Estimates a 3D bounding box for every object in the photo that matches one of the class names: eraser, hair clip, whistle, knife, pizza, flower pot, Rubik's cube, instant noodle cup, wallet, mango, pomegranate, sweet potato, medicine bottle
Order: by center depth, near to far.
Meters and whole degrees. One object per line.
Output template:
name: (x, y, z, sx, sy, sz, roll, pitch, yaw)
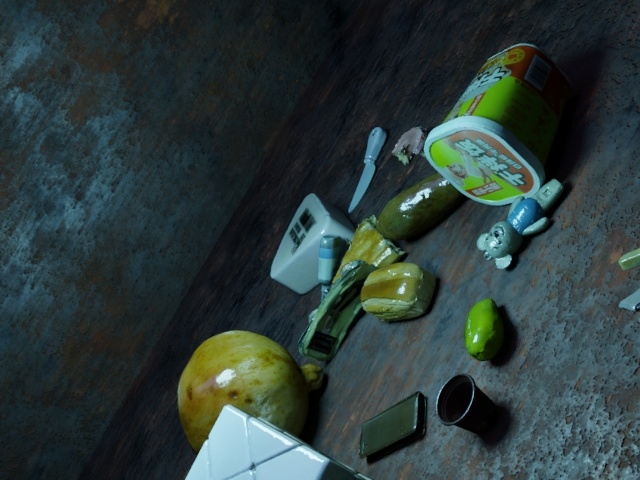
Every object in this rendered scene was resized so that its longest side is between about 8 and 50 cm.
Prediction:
hair clip: (0.595, 0.038, 1.331, 0.219, 0.071, 0.159, -56, 19, -8)
flower pot: (0.296, 0.331, 1.515, 0.111, 0.089, 0.111, -45, 26, 29)
Rubik's cube: (-0.079, 0.570, 1.562, 0.318, 0.316, 0.322, 16, 71, 43)
mango: (0.352, 0.187, 1.621, 0.091, 0.074, 0.165, -46, 11, 40)
whistle: (0.452, -0.044, 1.721, 0.236, 0.077, 0.114, -48, 43, 13)
wallet: (0.162, 0.427, 1.743, 0.198, 0.031, 0.110, -40, 29, 38)
instant noodle cup: (0.446, -0.288, 1.846, 0.294, 0.294, 0.308, -14, 40, 59)
sweet potato: (0.308, -0.128, 2.063, 0.422, 0.130, 0.131, -42, 27, 30)
pomegranate: (-0.181, 0.426, 2.075, 0.410, 0.410, 0.410, -45, 25, 28)
hair clip: (0.046, 0.184, 2.134, 0.321, 0.138, 0.091, -57, 39, 14)
pizza: (0.150, 0.027, 2.261, 0.280, 0.075, 0.288, -33, 30, 37)
medicine bottle: (0.027, 0.088, 2.329, 0.053, 0.090, 0.209, 8, 102, 26)
eraser: (0.000, 0.000, 2.502, 0.331, 0.150, 0.331, -43, 27, 28)
knife: (0.166, -0.245, 2.643, 0.080, 0.044, 0.332, -9, 57, 53)

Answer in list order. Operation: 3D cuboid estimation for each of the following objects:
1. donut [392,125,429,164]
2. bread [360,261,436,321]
donut: (0.298, -0.303, 2.398, 0.117, 0.065, 0.166, -62, 24, -8)
bread: (0.192, 0.133, 1.979, 0.236, 0.106, 0.140, -21, 44, 57)
